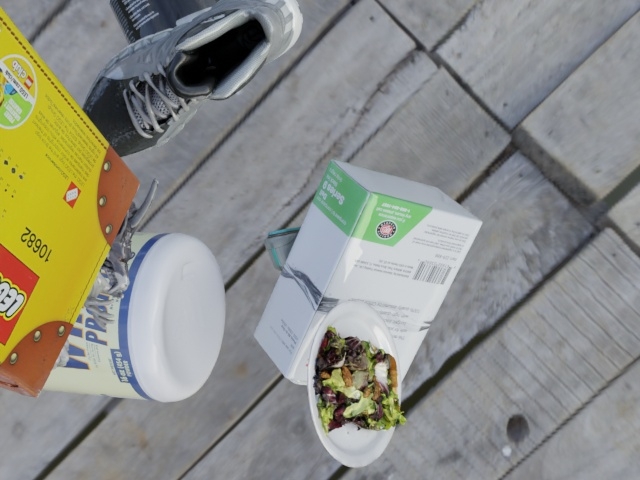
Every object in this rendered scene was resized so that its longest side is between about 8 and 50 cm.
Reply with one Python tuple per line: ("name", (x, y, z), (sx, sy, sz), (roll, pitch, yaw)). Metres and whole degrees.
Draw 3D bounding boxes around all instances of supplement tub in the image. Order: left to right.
("supplement tub", (-0.325, 0.102, 1.387), (0.325, 0.235, 0.235), (2, 93, 20))
("supplement tub", (-0.246, -0.420, 1.498), (0.194, 0.193, 0.315), (-25, 91, 10))

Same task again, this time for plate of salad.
("plate of salad", (0.052, 0.170, 1.164), (0.048, 0.200, 0.199), (-6, 91, 36))

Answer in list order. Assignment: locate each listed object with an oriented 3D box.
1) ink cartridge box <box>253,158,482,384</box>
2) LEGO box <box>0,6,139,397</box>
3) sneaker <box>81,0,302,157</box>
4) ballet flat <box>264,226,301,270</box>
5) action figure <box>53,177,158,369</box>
("ink cartridge box", (0.062, 0.056, 1.365), (0.121, 0.211, 0.289), (45, 115, 49))
("LEGO box", (-0.396, -0.114, 0.583), (0.373, 0.500, 0.193), (12, 66, 22))
("sneaker", (-0.124, -0.129, 0.786), (0.229, 0.132, 0.086), (-33, 105, 18))
("ballet flat", (0.000, 0.000, 1.455), (0.072, 0.213, 0.068), (-15, 93, 43))
("action figure", (-0.251, 0.041, 0.909), (0.276, 0.164, 0.140), (-24, 94, 25))
